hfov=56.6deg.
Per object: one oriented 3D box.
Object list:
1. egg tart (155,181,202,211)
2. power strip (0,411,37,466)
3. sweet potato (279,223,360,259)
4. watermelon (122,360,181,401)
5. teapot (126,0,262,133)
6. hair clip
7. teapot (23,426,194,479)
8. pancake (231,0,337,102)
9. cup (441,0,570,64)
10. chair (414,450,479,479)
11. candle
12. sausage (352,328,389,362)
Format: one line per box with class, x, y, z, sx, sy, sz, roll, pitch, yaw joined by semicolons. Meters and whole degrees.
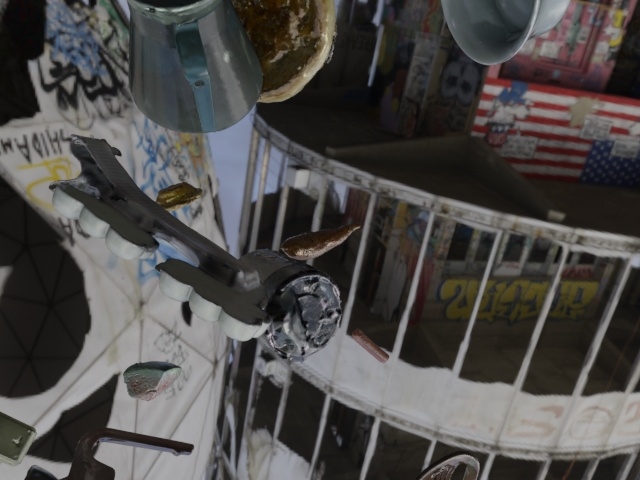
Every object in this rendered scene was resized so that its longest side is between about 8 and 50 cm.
egg tart;-0.356;-0.113;1.459;0.129;0.049;0.129;-14;-158;6
power strip;-0.793;0.367;1.263;0.066;0.387;0.092;-15;-136;37
sweet potato;-0.003;0.005;1.380;0.226;0.068;0.068;-16;-147;-29
watermelon;-0.443;0.374;1.622;0.081;0.094;0.180;11;-161;40
teapot;-0.153;-0.229;0.692;0.171;0.225;0.203;-14;-111;-9
hair clip;-0.117;-0.004;0.466;0.220;0.054;0.140;35;-176;9
teapot;-0.266;0.436;0.860;0.344;0.253;0.300;18;-132;-15
pancake;-0.107;-0.323;0.807;0.282;0.282;0.049;16;-153;12
cup;0.409;-0.563;1.258;0.163;0.347;0.347;-18;-149;-16
chair;0.275;0.599;1.223;0.176;0.326;0.183;-23;-130;-19
candle;-0.103;0.115;1.241;0.187;0.187;0.330;-4;-166;-32
sausage;0.147;0.309;1.724;0.147;0.030;0.035;43;-158;-18
